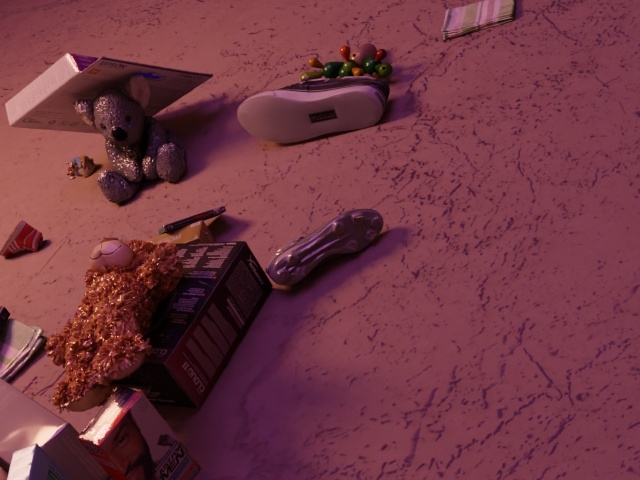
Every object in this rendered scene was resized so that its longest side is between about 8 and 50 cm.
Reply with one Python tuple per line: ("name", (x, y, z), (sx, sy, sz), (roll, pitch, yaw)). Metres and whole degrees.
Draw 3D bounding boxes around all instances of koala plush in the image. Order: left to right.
("koala plush", (-0.411, -0.234, 2.086), (0.196, 0.221, 0.203), (-22, 34, 12))

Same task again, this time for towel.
("towel", (-0.672, 0.261, 1.796), (0.248, 0.038, 0.325), (10, 50, 45))
("towel", (0.326, -0.468, 2.025), (0.152, 0.023, 0.113), (-12, 38, 24))

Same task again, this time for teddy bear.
("teddy bear", (-0.305, 0.103, 1.425), (0.245, 0.113, 0.338), (-34, 28, 42))

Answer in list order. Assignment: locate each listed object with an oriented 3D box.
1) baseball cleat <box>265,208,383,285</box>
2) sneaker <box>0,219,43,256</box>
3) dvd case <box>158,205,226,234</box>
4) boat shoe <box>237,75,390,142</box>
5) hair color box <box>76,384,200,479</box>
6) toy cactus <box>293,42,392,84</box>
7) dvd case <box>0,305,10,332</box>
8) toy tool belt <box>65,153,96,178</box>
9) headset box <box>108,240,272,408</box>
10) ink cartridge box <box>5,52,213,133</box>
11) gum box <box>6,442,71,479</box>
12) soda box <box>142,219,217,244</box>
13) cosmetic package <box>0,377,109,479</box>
("baseball cleat", (0.000, 0.000, 1.609), (0.206, 0.072, 0.109), (-27, 19, -10))
("sneaker", (-0.639, 0.009, 2.109), (0.118, 0.067, 0.042), (-43, 23, 39))
("dvd case", (-0.239, -0.037, 1.822), (0.119, 0.013, 0.087), (-20, 1, -17))
("boat shoe", (-0.013, -0.274, 1.944), (0.306, 0.113, 0.105), (-8, 32, 24))
("hair color box", (-0.241, 0.286, 1.321), (0.053, 0.167, 0.093), (7, 48, 42))
("toy cactus", (0.059, -0.364, 2.034), (0.219, 0.112, 0.180), (-13, 26, 38))
("dvd case", (-0.683, 0.227, 1.793), (0.179, 0.029, 0.238), (-18, 33, 18))
("toy tool belt", (-0.564, -0.177, 2.280), (0.083, 0.051, 0.052), (-3, 41, 34))
("headset box", (-0.244, 0.139, 1.568), (0.218, 0.110, 0.293), (-3, 42, 35))
("ink cartridge box", (-0.460, -0.331, 2.148), (0.330, 0.071, 0.324), (-27, -15, 34))
("gum box", (-0.357, 0.386, 1.286), (0.041, 0.157, 0.184), (-22, 34, 10))
("soda box", (-0.283, 0.028, 1.789), (0.181, 0.061, 0.058), (-18, 35, 16))
("cosmetic package", (-0.434, 0.308, 1.475), (0.238, 0.127, 0.107), (14, 52, 44))
